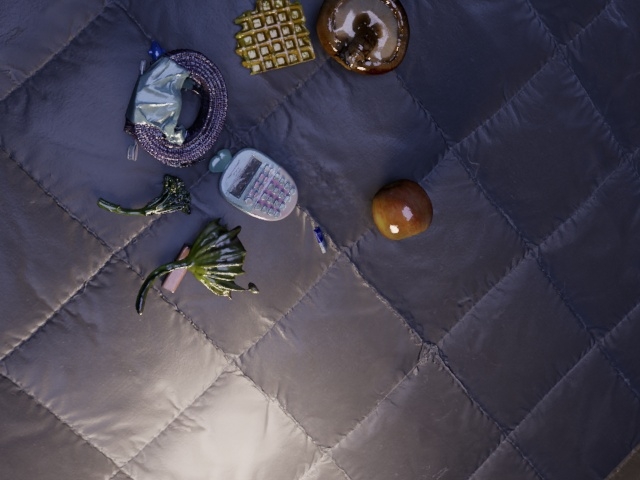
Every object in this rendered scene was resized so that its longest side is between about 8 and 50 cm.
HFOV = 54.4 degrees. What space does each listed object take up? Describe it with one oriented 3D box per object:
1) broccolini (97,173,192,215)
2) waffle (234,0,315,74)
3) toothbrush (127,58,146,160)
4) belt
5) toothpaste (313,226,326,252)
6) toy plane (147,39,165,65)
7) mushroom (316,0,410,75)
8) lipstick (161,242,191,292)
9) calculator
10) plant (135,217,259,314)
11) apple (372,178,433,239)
[{"bbox_3d":[-0.514,-0.133,1.823,0.271,0.062,0.123,-2,91,-13],"label":"broccolini"},{"bbox_3d":[-0.147,-0.616,1.830,0.229,0.057,0.219,-16,104,-12],"label":"waffle"},{"bbox_3d":[-0.526,-0.373,1.787,0.026,0.024,0.288,9,99,-3],"label":"toothbrush"},{"bbox_3d":[-0.397,-0.374,1.748,0.260,0.122,0.325,15,104,-32],"label":"belt"},{"bbox_3d":[0.000,0.000,2.010,0.024,0.015,0.083,-21,100,-19],"label":"toothpaste"},{"bbox_3d":[-0.458,-0.482,1.769,0.054,0.062,0.167,-14,112,-24],"label":"toy plane"},{"bbox_3d":[0.127,-0.621,1.856,0.297,0.163,0.278,33,82,-19],"label":"mushroom"},{"bbox_3d":[-0.428,0.082,1.887,0.045,0.045,0.145,30,91,-21],"label":"lipstick"},{"bbox_3d":[-0.203,-0.177,1.904,0.299,0.041,0.185,32,90,-21],"label":"calculator"},{"bbox_3d":[-0.354,0.070,1.782,0.333,0.180,0.251,-11,96,-45],"label":"plant"},{"bbox_3d":[0.257,-0.099,1.973,0.188,0.188,0.174,-27,103,-10],"label":"apple"}]
